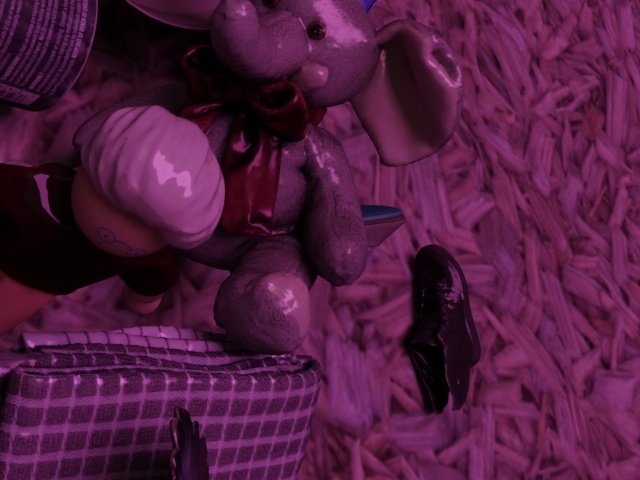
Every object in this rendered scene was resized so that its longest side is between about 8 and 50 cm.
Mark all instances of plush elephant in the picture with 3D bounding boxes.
[{"bbox_3d":[-0.045,-0.104,0.936,0.272,0.255,0.330,26,25,20],"label":"plush elephant"}]

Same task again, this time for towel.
[{"bbox_3d":[-0.136,0.183,0.820,0.283,0.121,0.235,3,104,-46],"label":"towel"}]

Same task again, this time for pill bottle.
[{"bbox_3d":[-0.301,-0.188,0.881,0.245,0.130,0.130,15,63,-41],"label":"pill bottle"}]

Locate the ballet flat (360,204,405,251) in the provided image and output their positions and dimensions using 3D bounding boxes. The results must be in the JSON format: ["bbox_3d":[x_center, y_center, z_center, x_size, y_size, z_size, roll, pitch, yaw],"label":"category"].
[{"bbox_3d":[0.000,0.000,1.169,0.213,0.072,0.068,-3,103,-45],"label":"ballet flat"}]

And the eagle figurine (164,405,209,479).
[{"bbox_3d":[-0.102,0.276,0.701,0.298,0.225,0.226,57,14,-4],"label":"eagle figurine"}]

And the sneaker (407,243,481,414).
[{"bbox_3d":[0.125,0.092,1.255,0.089,0.051,0.170,-19,90,-52],"label":"sneaker"}]

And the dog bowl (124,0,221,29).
[{"bbox_3d":[-0.121,-0.361,1.024,0.348,0.102,0.349,-19,116,-44],"label":"dog bowl"}]

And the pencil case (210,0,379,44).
[{"bbox_3d":[-0.014,-0.233,1.202,0.133,0.119,0.306,50,45,-26],"label":"pencil case"}]

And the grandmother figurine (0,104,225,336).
[{"bbox_3d":[-0.181,0.006,0.762,0.208,0.342,0.104,15,63,-41],"label":"grandmother figurine"}]
